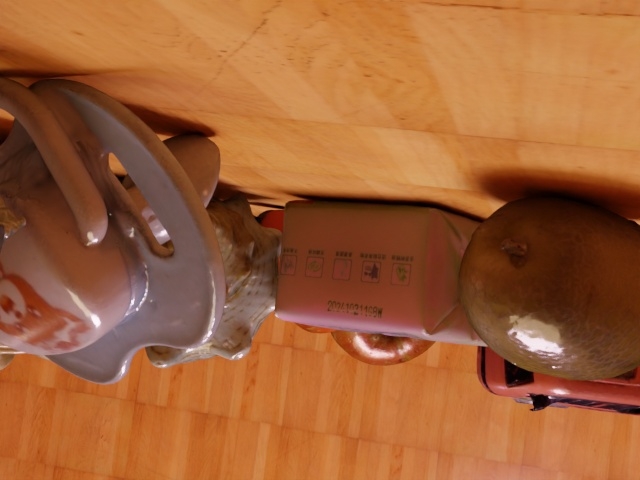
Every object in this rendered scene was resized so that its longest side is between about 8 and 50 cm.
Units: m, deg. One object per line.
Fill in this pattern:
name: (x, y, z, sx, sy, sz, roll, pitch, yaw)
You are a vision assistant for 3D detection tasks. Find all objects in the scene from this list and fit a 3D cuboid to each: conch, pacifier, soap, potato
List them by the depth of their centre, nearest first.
pacifier: (-0.148, -0.027, 0.708, 0.279, 0.227, 0.207, -25, -174, 47)
potato: (0.198, 0.040, 0.834, 0.174, 0.159, 0.251, -20, 156, 22)
soap: (0.079, 0.036, 1.094, 0.199, 0.138, 0.182, 5, 176, 36)
conch: (-0.128, 0.070, 1.173, 0.169, 0.203, 0.386, 40, 156, 26)

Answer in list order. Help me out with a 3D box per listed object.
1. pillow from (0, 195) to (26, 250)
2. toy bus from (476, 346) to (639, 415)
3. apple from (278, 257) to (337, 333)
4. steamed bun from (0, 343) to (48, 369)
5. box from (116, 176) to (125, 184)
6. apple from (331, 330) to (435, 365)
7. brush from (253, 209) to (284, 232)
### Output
pillow: (-0.286, -0.063, 0.437, 0.283, 0.138, 0.310, 19, 171, -3)
toy bus: (0.412, 0.114, 1.170, 0.427, 0.203, 0.233, 7, 172, -6)
apple: (0.002, 0.050, 1.397, 0.139, 0.163, 0.163, -33, 179, -4)
steamed bun: (-0.341, 0.032, 0.958, 0.289, 0.203, 0.276, -9, -169, 12)
box: (-0.342, 0.016, 1.178, 0.273, 0.184, 0.143, 7, 159, 2)
apple: (0.103, 0.096, 1.581, 0.196, 0.196, 0.196, 8, 176, 1)
brush: (0.000, 0.000, 1.253, 0.323, 0.070, 0.051, 9, 172, -6)
